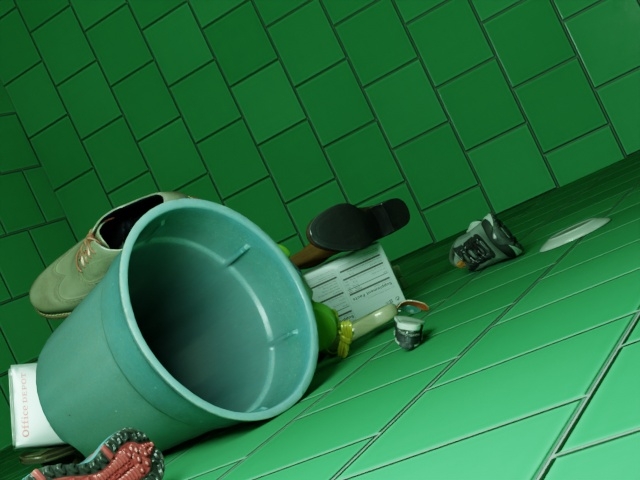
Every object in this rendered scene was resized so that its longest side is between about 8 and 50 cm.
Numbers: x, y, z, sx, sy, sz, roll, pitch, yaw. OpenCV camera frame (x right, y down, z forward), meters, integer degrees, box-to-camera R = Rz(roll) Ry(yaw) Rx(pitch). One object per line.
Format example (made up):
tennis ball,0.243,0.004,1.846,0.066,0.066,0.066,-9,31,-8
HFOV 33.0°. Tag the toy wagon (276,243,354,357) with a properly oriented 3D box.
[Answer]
toy wagon,-0.114,0.127,1.799,0.344,0.267,0.068,10,24,1

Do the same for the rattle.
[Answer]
rattle,0.072,0.107,1.913,0.199,0.143,0.130,-32,-20,14

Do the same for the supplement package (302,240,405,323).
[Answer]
supplement package,0.055,0.106,2.237,0.204,0.145,0.262,-25,0,1

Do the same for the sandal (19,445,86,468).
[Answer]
sandal,-0.488,0.417,2.004,0.090,0.060,0.219,-10,-15,0

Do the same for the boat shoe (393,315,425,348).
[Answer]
boat shoe,0.128,0.132,1.560,0.046,0.038,0.125,7,3,2

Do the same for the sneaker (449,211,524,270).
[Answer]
sneaker,0.322,0.016,2.139,0.108,0.100,0.271,-40,-2,-7

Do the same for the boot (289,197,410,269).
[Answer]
boot,0.000,0.000,2.144,0.280,0.096,0.264,-25,0,44

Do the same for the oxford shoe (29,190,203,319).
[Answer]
oxford shoe,-0.346,0.012,1.716,0.348,0.123,0.130,-32,-28,16

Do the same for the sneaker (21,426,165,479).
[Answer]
sneaker,-0.285,0.314,1.235,0.125,0.104,0.262,-45,-13,26

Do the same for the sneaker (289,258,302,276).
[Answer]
sneaker,-0.189,0.052,2.133,0.340,0.125,0.139,5,13,17

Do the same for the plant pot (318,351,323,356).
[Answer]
plant pot,-0.113,0.179,1.962,0.167,0.188,0.187,-39,-3,15

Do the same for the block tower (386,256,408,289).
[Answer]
block tower,0.044,0.142,2.529,0.335,0.091,0.097,-25,-1,-35

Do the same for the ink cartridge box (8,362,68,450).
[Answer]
ink cartridge box,-0.473,0.306,2.024,0.212,0.154,0.093,-3,-15,-18

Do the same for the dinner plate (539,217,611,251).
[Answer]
dinner plate,0.461,-0.015,1.969,0.141,0.017,0.141,-25,-1,-1

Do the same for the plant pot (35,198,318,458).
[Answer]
plant pot,-0.238,0.167,1.618,0.334,0.341,0.341,-36,-6,38
